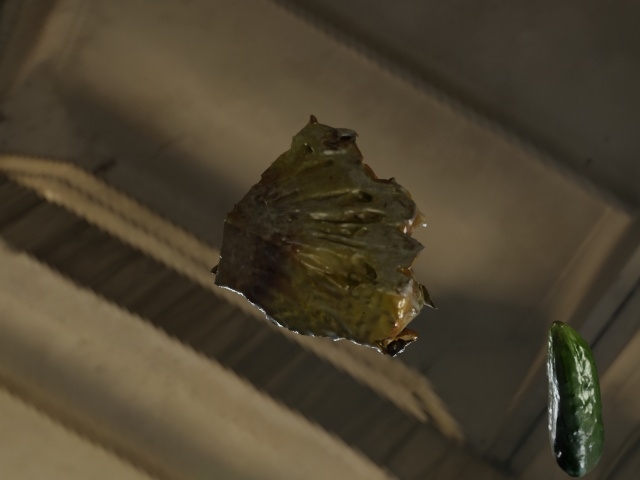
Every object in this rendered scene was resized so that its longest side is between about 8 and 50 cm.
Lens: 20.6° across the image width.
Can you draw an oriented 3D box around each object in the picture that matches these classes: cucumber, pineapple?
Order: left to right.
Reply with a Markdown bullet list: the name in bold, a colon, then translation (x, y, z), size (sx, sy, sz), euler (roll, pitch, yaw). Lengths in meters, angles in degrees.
- **pineapple**: translation (0.000, 0.000, 1.470), size (0.236, 0.186, 0.114), euler (-118, -149, -50)
- **cucumber**: translation (0.170, 0.117, 1.184), size (0.039, 0.039, 0.168), euler (15, -39, 25)
